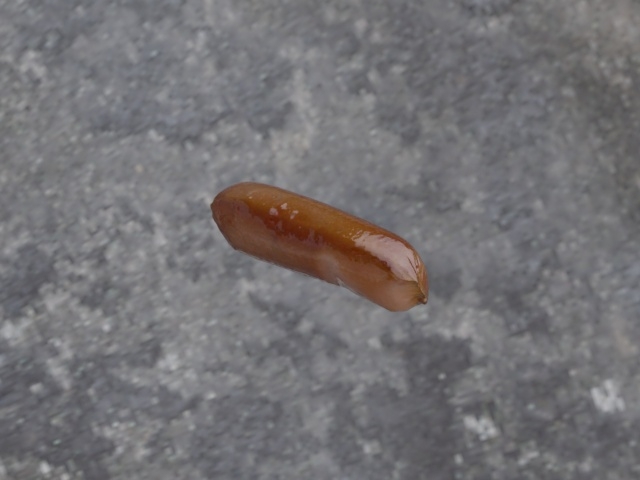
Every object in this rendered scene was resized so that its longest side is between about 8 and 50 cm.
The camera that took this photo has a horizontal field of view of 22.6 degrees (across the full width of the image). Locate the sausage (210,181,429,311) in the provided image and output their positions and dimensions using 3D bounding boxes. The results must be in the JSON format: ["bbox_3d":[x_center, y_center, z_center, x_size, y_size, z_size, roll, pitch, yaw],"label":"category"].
[{"bbox_3d":[0.000,0.000,1.755,0.083,0.300,0.089,-46,138,-29],"label":"sausage"}]
